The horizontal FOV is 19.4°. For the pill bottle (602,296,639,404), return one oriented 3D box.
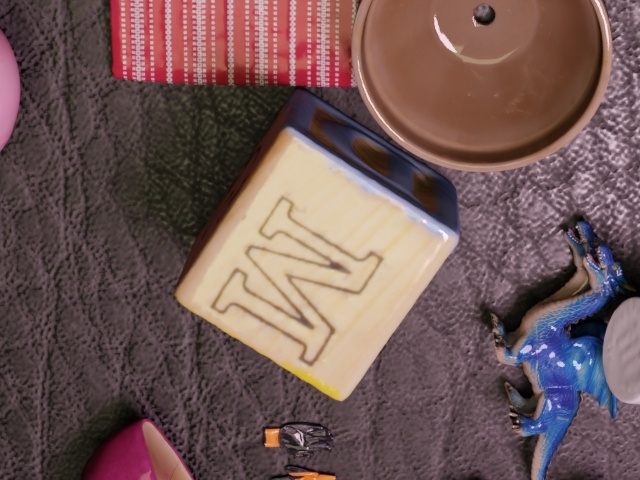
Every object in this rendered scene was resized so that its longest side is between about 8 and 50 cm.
[{"bbox_3d":[0.388,0.113,1.780,0.221,0.121,0.121,7,109,-22],"label":"pill bottle"}]

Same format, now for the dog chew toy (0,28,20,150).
[{"bbox_3d":[-0.416,-0.078,1.767,0.206,0.206,0.332,26,115,-5],"label":"dog chew toy"}]

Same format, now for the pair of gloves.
[{"bbox_3d":[-0.020,0.227,1.929,0.074,0.010,0.083,-3,104,5],"label":"pair of gloves"}]

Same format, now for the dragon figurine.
[{"bbox_3d":[0.251,0.130,1.846,0.144,0.085,0.289,-11,105,7],"label":"dragon figurine"}]

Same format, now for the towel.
[{"bbox_3d":[-0.064,-0.244,1.778,0.275,0.031,0.199,2,109,4],"label":"towel"}]

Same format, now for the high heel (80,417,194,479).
[{"bbox_3d":[-0.092,0.348,1.903,0.377,0.127,0.181,34,116,-4],"label":"high heel"}]

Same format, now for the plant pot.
[{"bbox_3d":[0.150,-0.191,1.731,0.237,0.110,0.237,3,117,5],"label":"plant pot"}]

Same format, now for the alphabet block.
[{"bbox_3d":[0.000,0.000,1.767,0.193,0.192,0.197,33,105,-5],"label":"alphabet block"}]
